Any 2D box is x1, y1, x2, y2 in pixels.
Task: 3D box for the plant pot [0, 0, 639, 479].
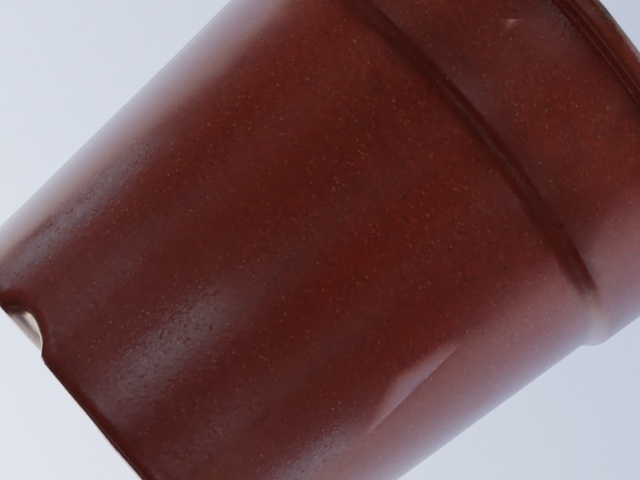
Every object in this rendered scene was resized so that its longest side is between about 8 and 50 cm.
[{"bbox_3d":[0.000,0.000,0.761,0.272,0.265,0.272,49,-7,8],"label":"plant pot"}]
